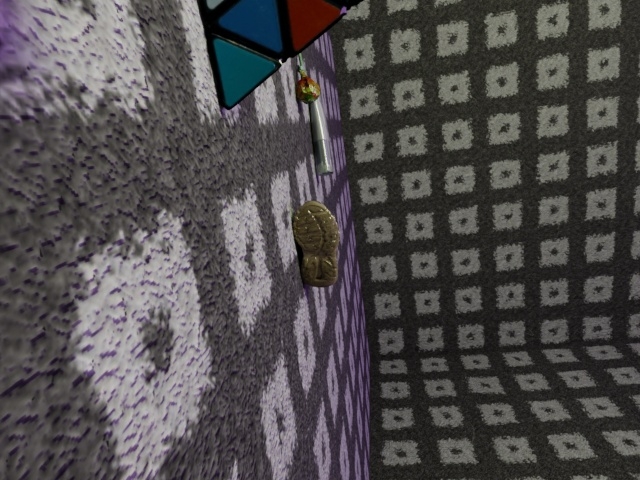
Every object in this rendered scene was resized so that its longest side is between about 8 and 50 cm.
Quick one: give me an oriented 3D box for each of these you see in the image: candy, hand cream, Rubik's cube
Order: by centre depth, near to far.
[{"bbox_3d":[-0.084,-0.293,0.591,0.234,0.284,0.250,-133,-121,-68],"label":"Rubik's cube"},{"bbox_3d":[-0.042,-0.417,1.094,0.060,0.060,0.201,68,9,-62],"label":"candy"},{"bbox_3d":[-0.001,-0.312,1.260,0.079,0.048,0.256,14,70,-80],"label":"hand cream"}]

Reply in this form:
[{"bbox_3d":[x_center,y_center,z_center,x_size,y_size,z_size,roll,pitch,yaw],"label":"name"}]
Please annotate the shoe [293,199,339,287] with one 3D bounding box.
[{"bbox_3d":[0.000,0.000,0.895,0.092,0.088,0.180,-74,159,-67],"label":"shoe"}]
